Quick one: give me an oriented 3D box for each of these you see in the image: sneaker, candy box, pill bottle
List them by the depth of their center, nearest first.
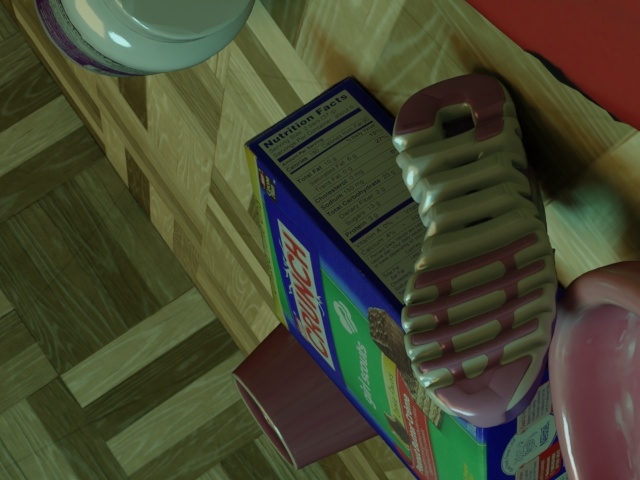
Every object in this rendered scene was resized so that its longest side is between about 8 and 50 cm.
[{"bbox_3d":[0.107,0.012,0.847,0.104,0.095,0.236,52,-150,-50],"label":"sneaker"},{"bbox_3d":[0.079,0.066,1.127,0.317,0.122,0.268,49,162,32],"label":"candy box"},{"bbox_3d":[-0.147,-0.225,1.153,0.169,0.169,0.301,59,167,-13],"label":"pill bottle"}]

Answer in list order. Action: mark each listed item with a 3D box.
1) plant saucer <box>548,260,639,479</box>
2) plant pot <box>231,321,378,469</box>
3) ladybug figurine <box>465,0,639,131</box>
[{"bbox_3d":[0.234,0.163,0.748,0.332,0.084,0.332,162,90,-80],"label":"plant saucer"},{"bbox_3d":[0.010,0.149,1.498,0.201,0.180,0.201,53,168,17],"label":"plant pot"},{"bbox_3d":[0.128,-0.128,0.349,0.449,0.162,0.305,41,161,50],"label":"ladybug figurine"}]
